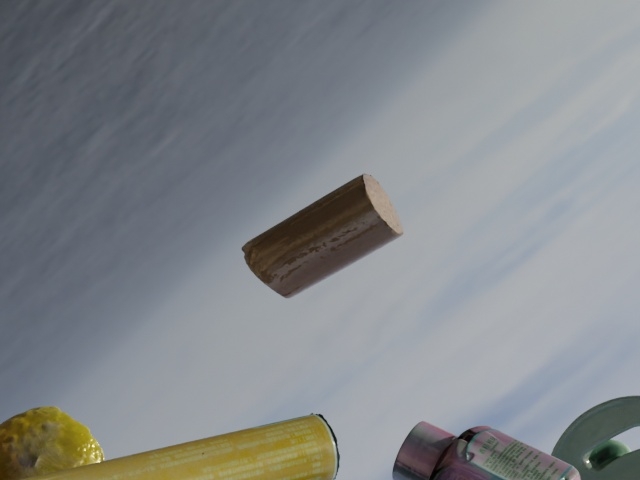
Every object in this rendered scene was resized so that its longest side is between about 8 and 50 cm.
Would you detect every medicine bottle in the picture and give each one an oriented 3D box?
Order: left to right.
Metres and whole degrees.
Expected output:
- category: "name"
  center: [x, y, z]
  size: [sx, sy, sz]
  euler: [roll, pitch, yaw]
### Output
- category: "medicine bottle"
  center: [-0.180, 0.288, 1.409]
  size: [0.426, 0.108, 0.108]
  euler: [-9, 163, -28]
- category: "medicine bottle"
  center: [0.179, 0.274, 1.332]
  size: [0.094, 0.188, 0.119]
  euler: [-30, 136, -50]

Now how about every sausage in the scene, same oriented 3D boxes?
- category: "sausage"
  center: [0.000, 0.000, 1.981]
  size: [0.253, 0.123, 0.123]
  euler: [-30, -175, 13]

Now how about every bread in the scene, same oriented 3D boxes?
- category: "bread"
  center: [-0.419, 0.351, 1.763]
  size: [0.197, 0.197, 0.170]
  euler: [-45, 165, -33]

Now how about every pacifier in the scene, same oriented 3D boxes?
- category: "pacifier"
  center: [0.402, 0.365, 1.502]
  size: [0.288, 0.343, 0.269]
  euler: [-35, 157, 15]
